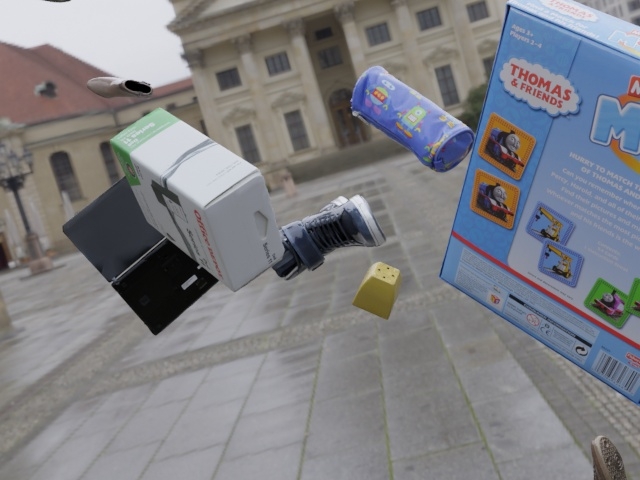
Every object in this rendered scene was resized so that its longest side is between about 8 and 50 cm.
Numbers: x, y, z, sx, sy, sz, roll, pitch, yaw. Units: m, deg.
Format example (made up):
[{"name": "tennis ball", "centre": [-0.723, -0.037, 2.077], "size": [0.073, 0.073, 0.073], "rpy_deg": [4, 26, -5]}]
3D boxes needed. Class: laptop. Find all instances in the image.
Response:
[{"name": "laptop", "centre": [-0.341, 0.013, 1.527], "size": [0.234, 0.264, 0.136], "rpy_deg": [-42, 41, -14]}]

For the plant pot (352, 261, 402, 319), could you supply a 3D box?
[{"name": "plant pot", "centre": [0.121, 0.093, 1.511], "size": [0.081, 0.083, 0.081], "rpy_deg": [23, 42, 7]}]

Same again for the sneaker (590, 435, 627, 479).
[{"name": "sneaker", "centre": [0.532, 0.454, 1.387], "size": [0.071, 0.188, 0.066], "rpy_deg": [-23, 3, 44]}]

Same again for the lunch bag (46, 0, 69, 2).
[{"name": "lunch bag", "centre": [-0.519, -0.608, 1.389], "size": [0.256, 0.305, 0.212], "rpy_deg": [22, -24, -7]}]

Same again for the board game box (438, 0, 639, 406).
[{"name": "board game box", "centre": [0.161, -0.019, 0.443], "size": [0.160, 0.211, 0.039], "rpy_deg": [34, 50, 28]}]

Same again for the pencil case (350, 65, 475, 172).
[{"name": "pencil case", "centre": [0.193, -0.268, 1.661], "size": [0.133, 0.306, 0.119], "rpy_deg": [-45, -30, -6]}]

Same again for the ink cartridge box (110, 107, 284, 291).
[{"name": "ink cartridge box", "centre": [-0.153, -0.052, 0.934], "size": [0.087, 0.153, 0.208], "rpy_deg": [-38, 49, -23]}]

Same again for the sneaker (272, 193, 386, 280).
[{"name": "sneaker", "centre": [0.001, 0.002, 1.120], "size": [0.163, 0.086, 0.226], "rpy_deg": [-30, 8, -9]}]

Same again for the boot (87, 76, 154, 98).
[{"name": "boot", "centre": [-0.380, -0.294, 1.428], "size": [0.118, 0.042, 0.087], "rpy_deg": [2, 4, -25]}]
